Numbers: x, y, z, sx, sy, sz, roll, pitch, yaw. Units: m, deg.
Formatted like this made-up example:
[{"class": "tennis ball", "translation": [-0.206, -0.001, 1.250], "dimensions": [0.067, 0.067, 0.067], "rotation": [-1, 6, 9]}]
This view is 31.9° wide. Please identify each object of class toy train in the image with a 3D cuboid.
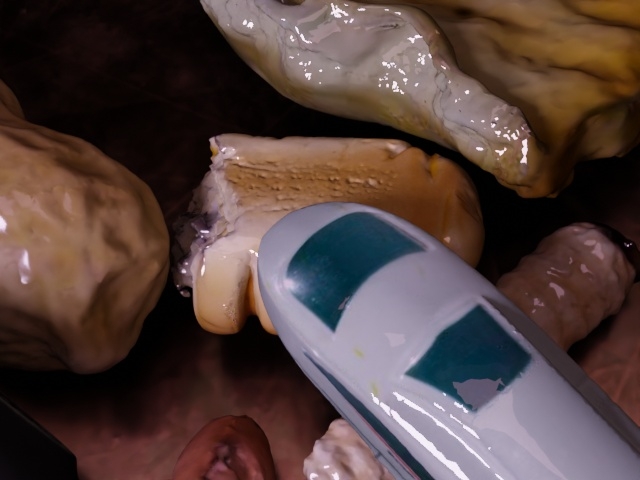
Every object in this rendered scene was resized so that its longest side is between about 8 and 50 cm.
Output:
[{"class": "toy train", "translation": [0.118, 0.126, 0.478], "dimensions": [0.086, 0.088, 0.407], "rotation": [-41, 79, -16]}]

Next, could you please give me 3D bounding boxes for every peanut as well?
[{"class": "peanut", "translation": [-0.217, -0.033, 0.618], "dimensions": [0.291, 0.143, 0.159], "rotation": [20, 79, 14]}]

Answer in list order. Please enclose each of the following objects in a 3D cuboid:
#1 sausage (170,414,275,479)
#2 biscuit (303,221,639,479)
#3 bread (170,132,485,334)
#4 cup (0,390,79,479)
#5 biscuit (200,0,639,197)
[{"class": "sausage", "translation": [-0.110, 0.183, 0.484], "dimensions": [0.078, 0.078, 0.304], "rotation": [31, 44, 21]}, {"class": "biscuit", "translation": [0.081, 0.064, 0.584], "dimensions": [0.219, 0.061, 0.055], "rotation": [-39, 44, -16]}, {"class": "bread", "translation": [0.000, 0.000, 0.610], "dimensions": [0.177, 0.084, 0.119], "rotation": [1, 43, 5]}, {"class": "cup", "translation": [-0.228, 0.125, 0.532], "dimensions": [0.176, 0.169, 0.223], "rotation": [-53, 31, -14]}, {"class": "biscuit", "translation": [0.065, -0.136, 0.657], "dimensions": [0.329, 0.078, 0.335], "rotation": [0, 42, -5]}]
